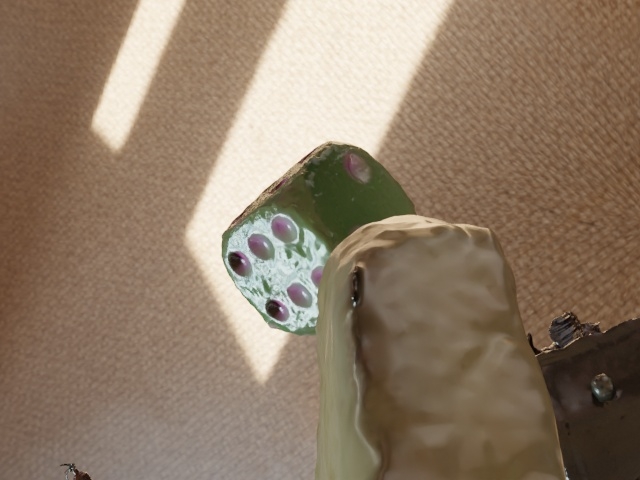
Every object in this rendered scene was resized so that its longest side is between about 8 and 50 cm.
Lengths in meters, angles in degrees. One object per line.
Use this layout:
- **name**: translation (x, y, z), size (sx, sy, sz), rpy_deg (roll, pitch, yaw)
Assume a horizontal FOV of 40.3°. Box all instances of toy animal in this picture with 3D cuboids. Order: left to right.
- **toy animal**: translation (0.470, 0.223, 1.645), size (0.179, 0.219, 0.116), rpy_deg (-18, 42, -15)

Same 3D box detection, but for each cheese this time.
- **cheese**: translation (0.057, 0.139, 0.510), size (0.115, 0.326, 0.318), rpy_deg (2, 86, -5)

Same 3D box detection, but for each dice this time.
- **dice**: translation (0.000, 0.000, 1.913), size (0.318, 0.330, 0.322), rpy_deg (49, 131, -8)

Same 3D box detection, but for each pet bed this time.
- **pet bed**: translation (0.349, 0.182, 0.956), size (0.210, 0.159, 0.183), rpy_deg (-21, 72, 10)

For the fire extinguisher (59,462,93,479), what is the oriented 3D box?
- **fire extinguisher**: translation (-0.355, 0.375, 1.306), size (0.100, 0.032, 0.046), rpy_deg (51, 134, 6)
